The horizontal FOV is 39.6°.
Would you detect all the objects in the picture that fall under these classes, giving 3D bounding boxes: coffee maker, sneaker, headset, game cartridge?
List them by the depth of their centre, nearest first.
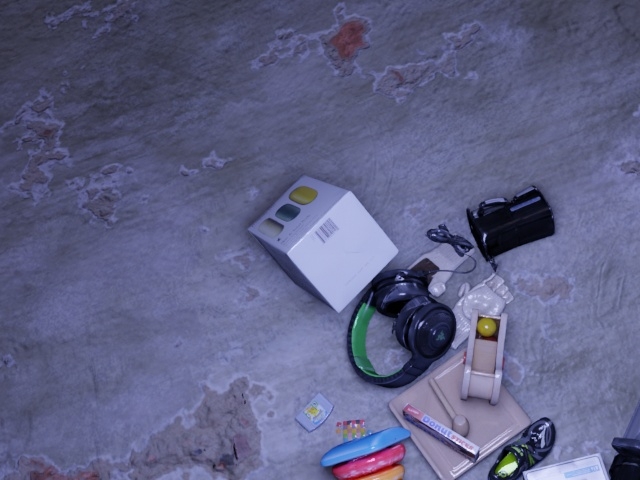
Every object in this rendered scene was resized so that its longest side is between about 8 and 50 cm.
[{"bbox_3d":[0.427,0.448,1.870,0.188,0.078,0.067,-42,64,-9],"label":"sneaker"},{"bbox_3d":[0.187,0.142,1.950,0.394,0.185,0.243,-51,42,17],"label":"headset"},{"bbox_3d":[-0.011,0.395,2.030,0.056,0.017,0.083,40,79,22],"label":"game cartridge"},{"bbox_3d":[0.452,-0.026,2.072,0.178,0.120,0.171,-21,70,2],"label":"coffee maker"}]

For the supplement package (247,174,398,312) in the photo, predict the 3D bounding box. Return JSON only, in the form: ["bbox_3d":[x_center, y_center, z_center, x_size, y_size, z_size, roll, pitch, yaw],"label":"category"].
[{"bbox_3d":[0.000,0.000,2.046,0.199,0.198,0.262,-45,25,-9],"label":"supplement package"}]

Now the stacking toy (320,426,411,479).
[{"bbox_3d":[0.134,0.558,1.862,0.165,0.175,0.302,-26,78,31],"label":"stacking toy"}]

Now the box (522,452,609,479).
[{"bbox_3d":[0.526,0.591,1.776,0.169,0.087,0.290,-14,63,6],"label":"box"}]

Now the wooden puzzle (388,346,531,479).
[{"bbox_3d":[0.304,0.381,1.955,0.238,0.044,0.221,-32,62,-9],"label":"wooden puzzle"}]

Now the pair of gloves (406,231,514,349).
[{"bbox_3d":[0.314,0.112,2.075,0.204,0.042,0.240,-35,64,-5],"label":"pair of gloves"}]

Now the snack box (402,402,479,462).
[{"bbox_3d":[0.255,0.407,1.885,0.178,0.064,0.022,29,70,22],"label":"snack box"}]

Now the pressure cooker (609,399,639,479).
[{"bbox_3d":[0.745,0.430,1.647,0.369,0.375,0.420,23,70,27],"label":"pressure cooker"}]

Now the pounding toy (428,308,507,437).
[{"bbox_3d":[0.311,0.271,1.896,0.154,0.154,0.270,8,61,10],"label":"pounding toy"}]

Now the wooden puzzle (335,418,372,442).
[{"bbox_3d":[0.075,0.429,1.999,0.083,0.006,0.049,-7,64,9],"label":"wooden puzzle"}]
